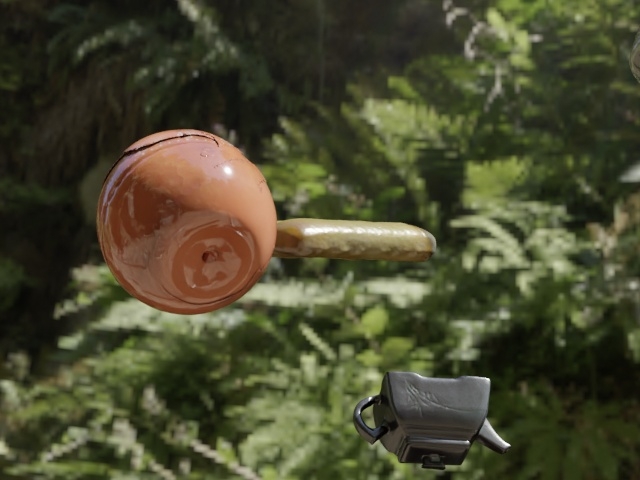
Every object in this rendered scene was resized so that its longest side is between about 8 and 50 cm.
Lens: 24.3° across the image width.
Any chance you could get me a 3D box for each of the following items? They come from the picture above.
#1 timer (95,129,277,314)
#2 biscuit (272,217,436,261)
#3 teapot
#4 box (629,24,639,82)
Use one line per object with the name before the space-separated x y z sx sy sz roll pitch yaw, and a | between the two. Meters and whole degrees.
timer | -0.171 -0.023 1.892 0.230 0.215 0.229 -11 -58 -18
biscuit | 0.000 0.000 2.193 0.291 0.062 0.237 0 0 -39
teapot | 0.123 0.210 1.645 0.177 0.096 0.087 6 -37 -8
box | 0.568 -0.173 1.563 0.367 0.090 0.373 37 -38 -20
